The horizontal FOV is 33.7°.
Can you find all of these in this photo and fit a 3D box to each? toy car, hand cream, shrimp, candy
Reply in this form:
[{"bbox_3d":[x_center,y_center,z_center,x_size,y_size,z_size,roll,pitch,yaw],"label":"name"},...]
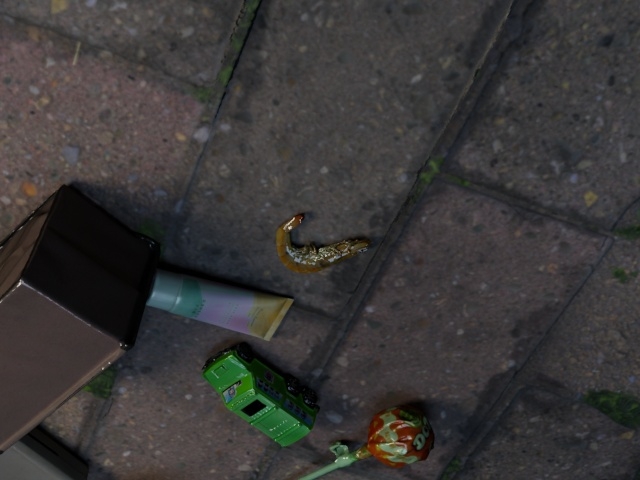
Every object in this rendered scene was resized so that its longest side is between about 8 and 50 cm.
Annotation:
[{"bbox_3d":[-0.078,0.201,1.370,0.071,0.062,0.165,-37,118,27],"label":"toy car"},{"bbox_3d":[-0.126,0.076,1.292,0.174,0.047,0.076,17,126,-22],"label":"hand cream"},{"bbox_3d":[0.000,0.000,1.237,0.114,0.023,0.083,-13,124,16],"label":"shrimp"},{"bbox_3d":[0.037,0.303,1.450,0.084,0.078,0.288,30,132,-34],"label":"candy"}]

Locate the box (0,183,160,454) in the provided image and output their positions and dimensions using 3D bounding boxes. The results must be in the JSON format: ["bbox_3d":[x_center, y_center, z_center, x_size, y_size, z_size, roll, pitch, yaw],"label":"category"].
[{"bbox_3d":[-0.332,0.089,1.217,0.252,0.188,0.153,-35,119,28],"label":"box"}]

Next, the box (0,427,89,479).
[{"bbox_3d":[-0.437,0.286,1.454,0.103,0.055,0.243,-31,121,23],"label":"box"}]
